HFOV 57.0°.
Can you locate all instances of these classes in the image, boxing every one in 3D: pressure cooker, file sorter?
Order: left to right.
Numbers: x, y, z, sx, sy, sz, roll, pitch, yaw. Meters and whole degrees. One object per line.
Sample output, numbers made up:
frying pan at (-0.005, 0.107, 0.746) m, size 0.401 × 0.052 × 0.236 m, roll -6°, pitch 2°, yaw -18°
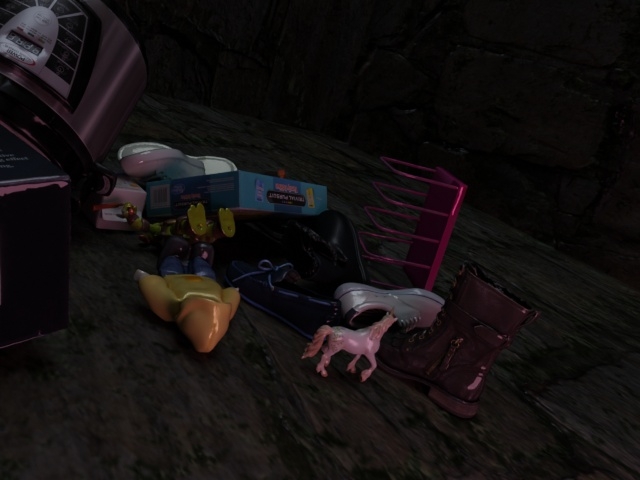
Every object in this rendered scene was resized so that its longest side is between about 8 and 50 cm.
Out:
pressure cooker at (-0.548, -0.249, 1.074) m, size 0.369 × 0.421 × 0.376 m, roll 5°, pitch -32°, yaw 23°
file sorter at (0.203, -0.041, 1.457) m, size 0.182 × 0.291 × 0.202 m, roll 13°, pitch 17°, yaw -10°

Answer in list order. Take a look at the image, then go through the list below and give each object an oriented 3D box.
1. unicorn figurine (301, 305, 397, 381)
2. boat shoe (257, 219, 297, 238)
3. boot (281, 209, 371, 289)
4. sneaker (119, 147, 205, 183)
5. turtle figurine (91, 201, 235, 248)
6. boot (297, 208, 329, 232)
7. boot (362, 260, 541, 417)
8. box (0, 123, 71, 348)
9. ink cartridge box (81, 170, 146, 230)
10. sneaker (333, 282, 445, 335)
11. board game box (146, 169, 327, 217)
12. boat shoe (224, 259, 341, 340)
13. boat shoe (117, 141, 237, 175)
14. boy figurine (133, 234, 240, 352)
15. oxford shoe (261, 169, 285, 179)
unicorn figurine at (0.058, 0.165, 0.938) m, size 0.161 × 0.111 × 0.060 m, roll 7°, pitch 20°, yaw -36°
boat shoe at (-0.141, -0.078, 1.569) m, size 0.084 × 0.079 × 0.233 m, roll 1°, pitch 23°, yaw -42°
boot at (0.000, 0.000, 1.239) m, size 0.207 × 0.094 × 0.247 m, roll 31°, pitch 31°, yaw -48°
sneaker at (-0.341, -0.135, 1.358) m, size 0.105 × 0.123 × 0.290 m, roll -15°, pitch -6°, yaw 20°
turtle figurine at (-0.287, -0.022, 1.148) m, size 0.217 × 0.087 × 0.269 m, roll -8°, pitch -23°, yaw 42°
boot at (-0.033, -0.064, 1.600) m, size 0.258 × 0.095 × 0.123 m, roll 30°, pitch 13°, yaw 29°
boot at (0.205, 0.137, 0.979) m, size 0.263 × 0.229 × 0.091 m, roll 29°, pitch 19°, yaw 31°
box at (-0.523, -0.034, 0.688) m, size 0.395 × 0.212 × 0.293 m, roll 31°, pitch 31°, yaw 35°
ink cartridge box at (-0.433, -0.083, 1.234) m, size 0.092 × 0.090 × 0.143 m, roll 3°, pitch 22°, yaw -43°
sneaker at (0.147, 0.150, 1.160) m, size 0.258 × 0.094 × 0.091 m, roll 7°, pitch 38°, yaw -22°
board game box at (-0.176, -0.089, 1.328) m, size 0.253 × 0.079 × 0.336 m, roll -3°, pitch -2°, yaw 31°
boat shoe at (-0.062, 0.088, 1.092) m, size 0.258 × 0.089 × 0.109 m, roll 26°, pitch 17°, yaw 22°
boat shoe at (-0.375, -0.179, 1.547) m, size 0.304 × 0.091 × 0.109 m, roll 9°, pitch 62°, yaw -19°
boy figurine at (-0.211, 0.082, 0.953) m, size 0.177 × 0.092 × 0.285 m, roll 15°, pitch 13°, yaw -22°
oxford shoe at (-0.155, -0.158, 1.826) m, size 0.098 × 0.097 × 0.271 m, roll -3°, pitch 14°, yaw -3°
